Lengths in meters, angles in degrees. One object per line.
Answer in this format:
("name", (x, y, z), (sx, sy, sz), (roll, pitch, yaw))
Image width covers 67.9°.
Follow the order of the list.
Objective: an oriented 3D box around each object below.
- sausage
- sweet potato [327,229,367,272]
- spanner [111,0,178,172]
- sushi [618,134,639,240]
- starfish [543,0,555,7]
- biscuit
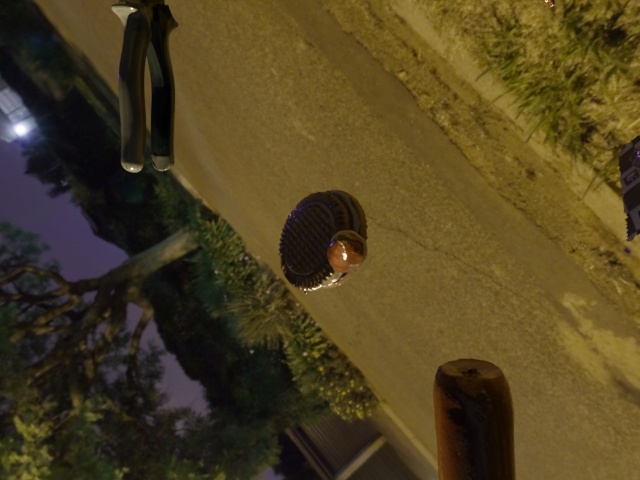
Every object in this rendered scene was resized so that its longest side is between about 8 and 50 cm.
("sausage", (0.228, 0.339, 0.694), (0.112, 0.112, 0.328), (-173, 77, -70))
("sweet potato", (0.022, 0.010, 0.408), (0.034, 0.034, 0.095), (50, 172, 9))
("spanner", (-0.221, -0.251, 0.610), (0.040, 0.096, 0.324), (7, 103, 18))
("sushi", (0.435, -0.125, 0.562), (0.040, 0.192, 0.210), (31, 141, -8))
("starfish", (0.565, -0.725, 1.354), (0.227, 0.241, 0.043), (53, 129, 42))
("biscuit", (0.000, 0.000, 1.122), (0.079, 0.259, 0.259), (13, -165, -41))
